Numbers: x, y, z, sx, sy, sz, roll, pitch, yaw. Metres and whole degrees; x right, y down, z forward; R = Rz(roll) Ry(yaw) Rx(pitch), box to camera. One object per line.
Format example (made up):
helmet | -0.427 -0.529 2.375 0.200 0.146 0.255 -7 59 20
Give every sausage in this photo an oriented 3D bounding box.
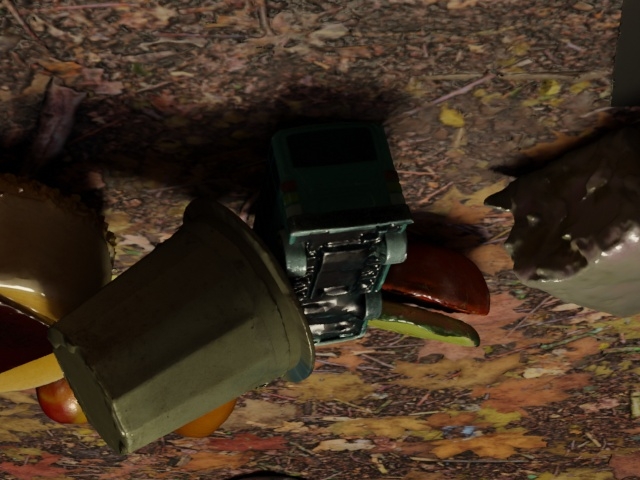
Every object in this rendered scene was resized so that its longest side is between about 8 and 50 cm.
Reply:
sausage | -0.160 0.207 1.922 0.098 0.098 0.238 5 152 -14

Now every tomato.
tomato | 0.117 0.038 1.593 0.155 0.069 0.155 13 174 1

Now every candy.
candy | 0.301 -0.013 1.432 0.195 0.137 0.185 17 149 -38

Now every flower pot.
flower pot | -0.147 0.092 1.370 0.202 0.212 0.212 -30 163 -21

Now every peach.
peach | -0.329 0.195 1.887 0.100 0.101 0.101 -1 155 -1

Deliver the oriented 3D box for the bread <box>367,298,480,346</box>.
bread | 0.079 0.087 1.662 0.228 0.033 0.228 12 175 1

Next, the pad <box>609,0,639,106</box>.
pad | 0.340 -0.183 1.227 0.163 0.004 0.243 -4 154 6

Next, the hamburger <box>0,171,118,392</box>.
hamburger | -0.354 0.035 1.456 0.302 0.170 0.302 -4 148 -2

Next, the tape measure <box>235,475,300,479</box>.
tape measure | -0.088 0.481 2.486 0.196 0.105 0.178 16 150 -35

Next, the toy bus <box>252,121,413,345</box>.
toy bus | 0.000 0.000 1.424 0.128 0.147 0.256 -6 152 -13
